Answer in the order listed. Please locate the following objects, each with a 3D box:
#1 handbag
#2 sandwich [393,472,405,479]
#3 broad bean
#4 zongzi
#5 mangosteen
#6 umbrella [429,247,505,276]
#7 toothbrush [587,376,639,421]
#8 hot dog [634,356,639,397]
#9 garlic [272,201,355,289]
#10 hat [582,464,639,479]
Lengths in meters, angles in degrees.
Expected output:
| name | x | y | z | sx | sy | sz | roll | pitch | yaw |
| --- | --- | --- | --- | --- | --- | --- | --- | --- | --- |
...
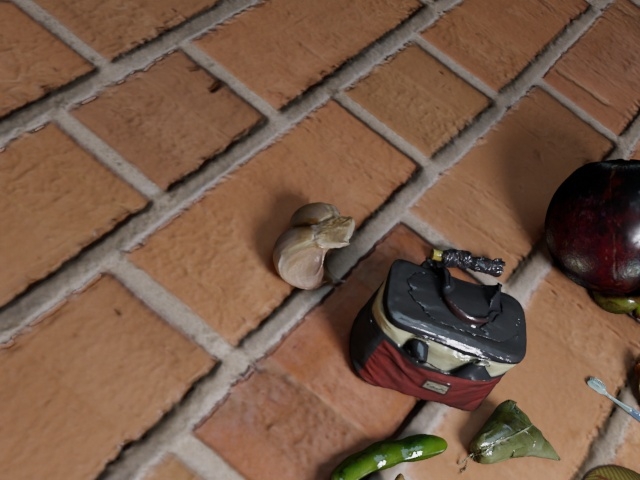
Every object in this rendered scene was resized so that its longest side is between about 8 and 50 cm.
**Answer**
| name | x | y | z | sx | sy | sz | roll | pitch | yaw |
| --- | --- | --- | --- | --- | --- | --- | --- | --- | --- |
| handbag | 0.183 | 0.149 | 1.549 | 0.254 | 0.181 | 0.181 | 18 | 44 | -11 |
| sandwich | 0.143 | 0.450 | 1.340 | 0.245 | 0.063 | 0.212 | 45 | 44 | 13 |
| broad bean | 0.089 | 0.320 | 1.440 | 0.227 | 0.039 | 0.069 | -16 | 26 | -38 |
| zongzi | 0.293 | 0.336 | 1.536 | 0.130 | 0.062 | 0.154 | 48 | 51 | 1 |
| mangosteen | 0.561 | -0.009 | 1.849 | 0.300 | 0.300 | 0.300 | 15 | 46 | -16 |
| umbrella | 0.265 | 0.038 | 1.799 | 0.144 | 0.040 | 0.037 | 11 | 55 | -18 |
| toothbrush | 0.554 | 0.306 | 1.726 | 0.219 | 0.016 | 0.019 | 36 | 35 | 8 |
| hot dog | 0.587 | 0.273 | 1.735 | 0.061 | 0.078 | 0.169 | -12 | 51 | -17 |
| garlic | -0.010 | 0.005 | 1.651 | 0.124 | 0.099 | 0.174 | 10 | 40 | 6 |
| hat | 0.503 | 0.419 | 1.548 | 0.193 | 0.082 | 0.193 | 15 | 47 | -16 |
